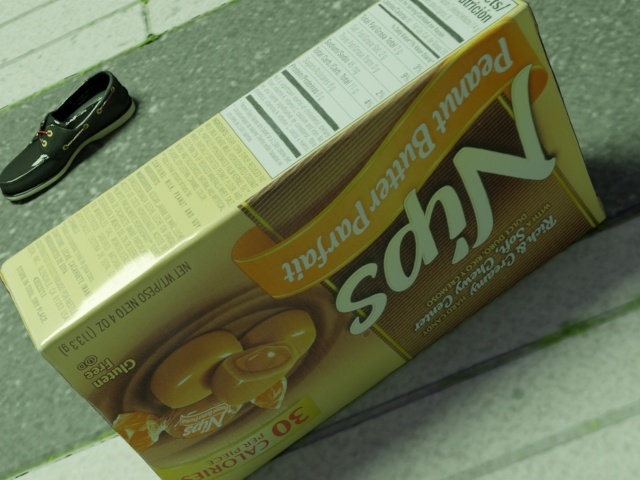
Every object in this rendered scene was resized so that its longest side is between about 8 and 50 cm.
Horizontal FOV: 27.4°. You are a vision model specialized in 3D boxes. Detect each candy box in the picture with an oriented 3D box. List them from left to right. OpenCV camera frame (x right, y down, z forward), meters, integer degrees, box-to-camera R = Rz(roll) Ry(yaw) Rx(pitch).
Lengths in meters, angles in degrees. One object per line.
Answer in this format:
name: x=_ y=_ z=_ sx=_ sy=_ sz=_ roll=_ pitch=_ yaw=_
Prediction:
candy box: x=0.000 y=0.000 z=0.765 sx=0.316 sy=0.183 sz=0.087 roll=-36 pitch=44 yaw=-4

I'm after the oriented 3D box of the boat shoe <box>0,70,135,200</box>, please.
boat shoe: x=-0.213 y=-0.086 z=1.066 sx=0.133 sy=0.042 sz=0.049 roll=-41 pitch=46 yaw=-8
